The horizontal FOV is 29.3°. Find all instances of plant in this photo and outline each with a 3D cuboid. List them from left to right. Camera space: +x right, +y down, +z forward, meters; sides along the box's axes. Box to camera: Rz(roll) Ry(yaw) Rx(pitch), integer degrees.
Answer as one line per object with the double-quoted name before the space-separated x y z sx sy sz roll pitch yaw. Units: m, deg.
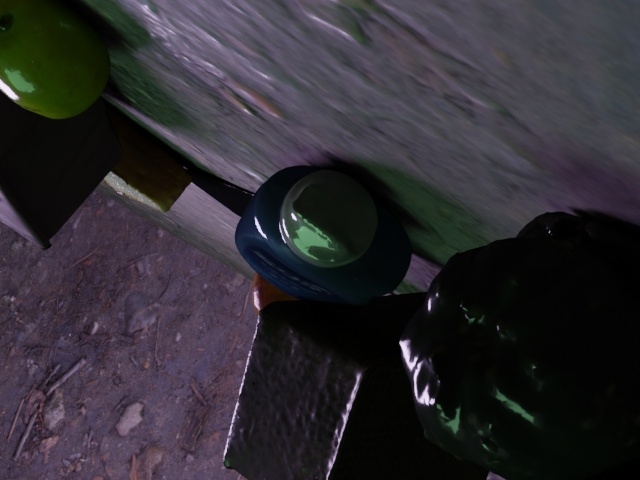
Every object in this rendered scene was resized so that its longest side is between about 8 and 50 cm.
"plant" 0.151 0.071 0.628 0.256 0.142 0.164 22 -177 -45

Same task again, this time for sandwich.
"sandwich" -0.277 -0.124 1.532 0.214 0.065 0.186 40 170 -35

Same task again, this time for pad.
"pad" -0.085 -0.042 1.548 0.159 0.009 0.265 38 171 -39

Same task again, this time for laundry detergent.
"laundry detergent" 0.000 0.000 1.018 0.143 0.094 0.290 34 174 -1

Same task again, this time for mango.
"mango" -0.231 -0.152 0.999 0.117 0.089 0.163 34 174 -17

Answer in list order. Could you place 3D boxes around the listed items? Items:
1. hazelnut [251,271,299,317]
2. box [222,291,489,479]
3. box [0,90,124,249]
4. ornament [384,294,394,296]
"hazelnut" -0.008 0.072 1.459 0.150 0.150 0.150 32 174 4
"box" 0.058 0.163 1.204 0.143 0.184 0.273 26 -162 39
"box" -0.330 -0.124 1.276 0.188 0.153 0.252 33 164 11
"ornament" 0.013 0.060 1.574 0.156 0.075 0.081 30 131 22
